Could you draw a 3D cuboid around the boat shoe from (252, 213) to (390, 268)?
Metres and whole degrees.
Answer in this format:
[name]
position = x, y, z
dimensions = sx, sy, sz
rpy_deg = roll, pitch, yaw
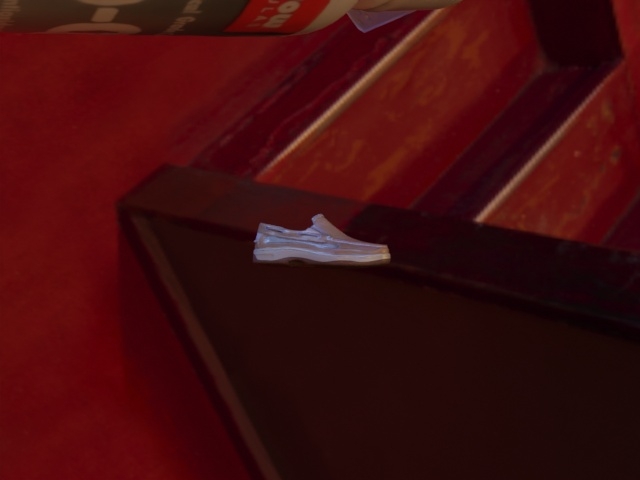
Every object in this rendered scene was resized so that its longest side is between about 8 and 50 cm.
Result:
[boat shoe]
position = 0.000, 0.000, 1.312
dimensions = 0.068, 0.190, 0.072
rpy_deg = 26, 67, -73

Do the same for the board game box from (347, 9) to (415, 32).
[board game box]
position = 0.044, -0.548, 1.651
dimensions = 0.050, 0.390, 0.390
rpy_deg = -42, 104, -13

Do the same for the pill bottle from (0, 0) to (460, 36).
[pill bottle]
position = -0.064, -0.163, 0.397
dimensions = 0.283, 0.161, 0.161
rpy_deg = -6, 102, -29
